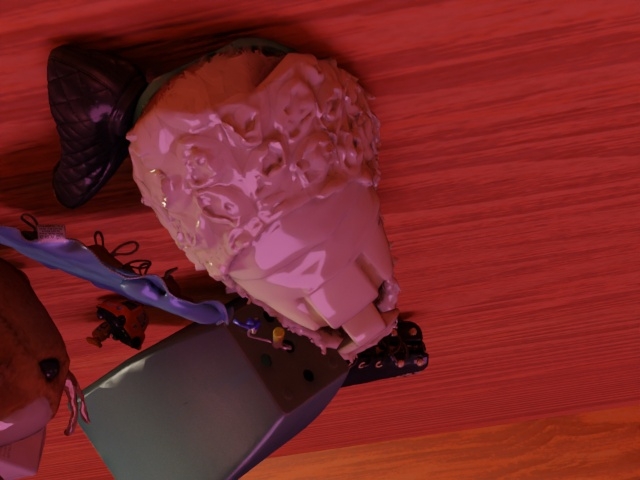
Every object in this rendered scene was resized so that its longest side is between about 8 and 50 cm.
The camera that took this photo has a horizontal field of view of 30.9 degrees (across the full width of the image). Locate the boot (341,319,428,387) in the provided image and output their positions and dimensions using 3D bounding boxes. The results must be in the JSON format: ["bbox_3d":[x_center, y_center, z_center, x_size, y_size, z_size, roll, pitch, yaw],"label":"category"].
[{"bbox_3d":[0.043,0.124,1.325,0.178,0.085,0.236,-6,171,-15],"label":"boot"}]

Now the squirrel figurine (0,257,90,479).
[{"bbox_3d":[-0.366,0.167,0.895,0.397,0.371,0.281,17,-179,33],"label":"squirrel figurine"}]

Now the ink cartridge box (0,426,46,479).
[{"bbox_3d":[-0.609,0.242,1.521,0.308,0.091,0.385,-16,146,31],"label":"ink cartridge box"}]

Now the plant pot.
[{"bbox_3d":[-0.094,0.149,1.136,0.234,0.165,0.165,-38,174,42],"label":"plant pot"}]

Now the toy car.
[{"bbox_3d":[-0.208,0.075,1.153,0.040,0.060,0.122,-47,-156,-25],"label":"toy car"}]

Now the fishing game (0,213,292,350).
[{"bbox_3d":[-0.141,0.013,0.765,0.264,0.041,0.189,20,171,5],"label":"fishing game"}]

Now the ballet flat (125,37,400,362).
[{"bbox_3d":[0.000,0.000,0.741,0.146,0.147,0.409,-9,167,7],"label":"ballet flat"}]

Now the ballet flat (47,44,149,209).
[{"bbox_3d":[-0.131,-0.063,0.650,0.049,0.057,0.173,34,155,-4],"label":"ballet flat"}]
